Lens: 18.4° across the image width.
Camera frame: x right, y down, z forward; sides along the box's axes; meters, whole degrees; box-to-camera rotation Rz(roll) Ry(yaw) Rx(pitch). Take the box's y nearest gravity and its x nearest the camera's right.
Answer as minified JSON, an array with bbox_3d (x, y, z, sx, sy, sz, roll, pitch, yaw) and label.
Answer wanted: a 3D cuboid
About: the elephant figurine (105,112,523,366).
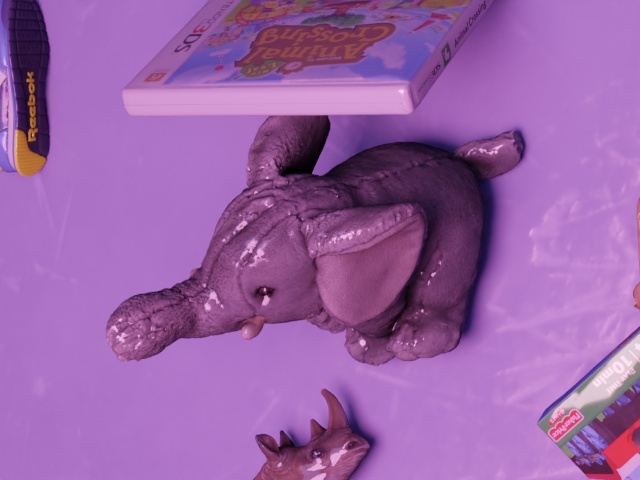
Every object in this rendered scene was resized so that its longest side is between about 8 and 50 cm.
[{"bbox_3d":[0.000,0.000,1.275,0.169,0.239,0.186,-1,80,32],"label":"elephant figurine"}]

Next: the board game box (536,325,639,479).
[{"bbox_3d":[0.265,0.137,1.226,0.211,0.039,0.160,46,111,3],"label":"board game box"}]

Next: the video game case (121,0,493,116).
[{"bbox_3d":[0.001,-0.141,1.322,0.212,0.193,0.023,2,125,28],"label":"video game case"}]

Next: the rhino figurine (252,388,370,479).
[{"bbox_3d":[-0.018,0.224,1.389,0.106,0.073,0.243,11,94,25],"label":"rhino figurine"}]

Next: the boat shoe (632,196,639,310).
[{"bbox_3d":[0.226,0.032,1.274,0.045,0.050,0.135,3,93,44],"label":"boat shoe"}]

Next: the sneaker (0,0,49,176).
[{"bbox_3d":[-0.245,-0.122,1.522,0.059,0.053,0.144,2,90,30],"label":"sneaker"}]
